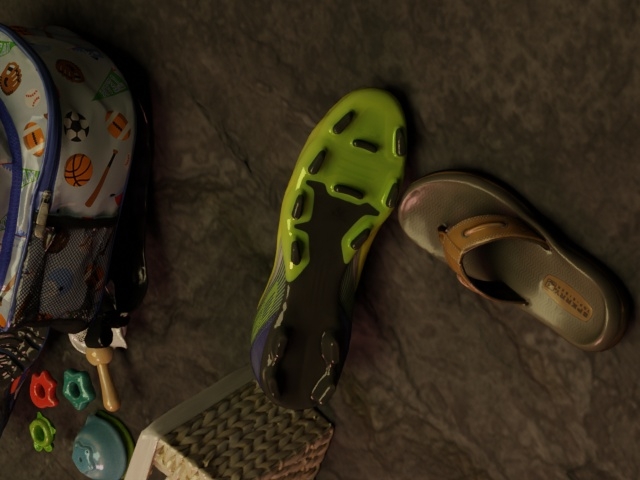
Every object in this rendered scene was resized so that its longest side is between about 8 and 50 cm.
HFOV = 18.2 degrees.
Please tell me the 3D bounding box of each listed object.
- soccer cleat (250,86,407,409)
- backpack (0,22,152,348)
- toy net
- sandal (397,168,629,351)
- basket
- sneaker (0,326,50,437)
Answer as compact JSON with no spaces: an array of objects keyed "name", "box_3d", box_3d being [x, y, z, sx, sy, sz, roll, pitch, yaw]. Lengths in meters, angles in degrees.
[{"name":"soccer cleat","box_3d":[-0.001,0.000,1.665,0.121,0.093,0.289,-113,36,-66]},{"name":"backpack","box_3d":[-0.290,-0.070,1.829,0.276,0.213,0.263,29,104,37]},{"name":"toy net","box_3d":[-0.227,0.128,1.965,0.122,0.045,0.232,32,124,33]},{"name":"sandal","box_3d":[0.141,0.019,1.555,0.219,0.060,0.090,40,129,27]},{"name":"basket","box_3d":[-0.082,0.200,1.767,0.103,0.167,0.113,37,128,22]},{"name":"sneaker","box_3d":[-0.330,0.121,2.031,0.083,0.087,0.221,27,111,-4]}]
